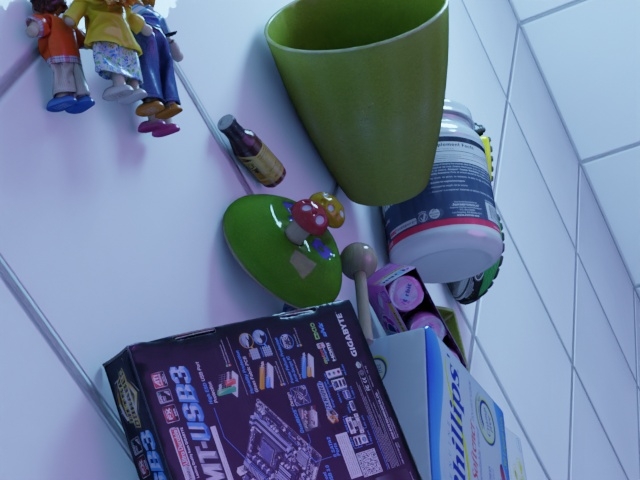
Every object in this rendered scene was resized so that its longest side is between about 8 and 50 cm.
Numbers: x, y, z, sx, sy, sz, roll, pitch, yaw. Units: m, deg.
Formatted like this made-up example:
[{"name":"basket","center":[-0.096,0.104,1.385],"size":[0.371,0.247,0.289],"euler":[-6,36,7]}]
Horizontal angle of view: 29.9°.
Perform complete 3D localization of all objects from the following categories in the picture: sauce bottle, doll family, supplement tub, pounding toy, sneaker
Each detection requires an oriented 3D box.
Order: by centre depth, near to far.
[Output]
[{"name":"doll family","center":[-0.208,-0.221,1.326],"size":[0.263,0.118,0.163],"euler":[10,64,-64]},{"name":"pounding toy","center":[0.000,0.000,1.532],"size":[0.237,0.110,0.183],"euler":[31,29,-24]},{"name":"sauce bottle","center":[-0.094,-0.121,1.607],"size":[0.128,0.042,0.042],"euler":[47,34,-41]},{"name":"supplement tub","center":[0.194,-0.080,2.024],"size":[0.191,0.191,0.272],"euler":[33,44,-56]},{"name":"sneaker","center":[0.243,-0.049,2.237],"size":[0.146,0.134,0.343],"euler":[-3,81,-29]}]

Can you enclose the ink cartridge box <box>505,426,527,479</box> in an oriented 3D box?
[{"name":"ink cartridge box","center":[0.350,0.441,2.168],"size":[0.235,0.056,0.171],"euler":[38,40,-49]}]

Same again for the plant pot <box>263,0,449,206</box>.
[{"name":"plant pot","center":[0.079,-0.212,1.826],"size":[0.275,0.274,0.293],"euler":[-71,153,-55]}]

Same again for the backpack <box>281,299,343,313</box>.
[{"name":"backpack","center":[0.002,0.123,1.589],"size":[0.114,0.084,0.105],"euler":[52,27,-31]}]

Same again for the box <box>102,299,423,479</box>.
[{"name":"box","center":[-0.043,0.225,1.235],"size":[0.293,0.073,0.295],"euler":[-11,72,-37]}]

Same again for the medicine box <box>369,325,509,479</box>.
[{"name":"medicine box","center":[0.151,0.312,1.700],"size":[0.289,0.149,0.263],"euler":[48,33,-44]}]

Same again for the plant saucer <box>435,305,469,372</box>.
[{"name":"plant saucer","center":[0.193,0.203,2.001],"size":[0.188,0.045,0.188],"euler":[15,60,-63]}]

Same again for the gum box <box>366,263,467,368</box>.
[{"name":"gum box","center":[0.143,0.132,1.837],"size":[0.188,0.062,0.107],"euler":[62,-15,-11]}]
